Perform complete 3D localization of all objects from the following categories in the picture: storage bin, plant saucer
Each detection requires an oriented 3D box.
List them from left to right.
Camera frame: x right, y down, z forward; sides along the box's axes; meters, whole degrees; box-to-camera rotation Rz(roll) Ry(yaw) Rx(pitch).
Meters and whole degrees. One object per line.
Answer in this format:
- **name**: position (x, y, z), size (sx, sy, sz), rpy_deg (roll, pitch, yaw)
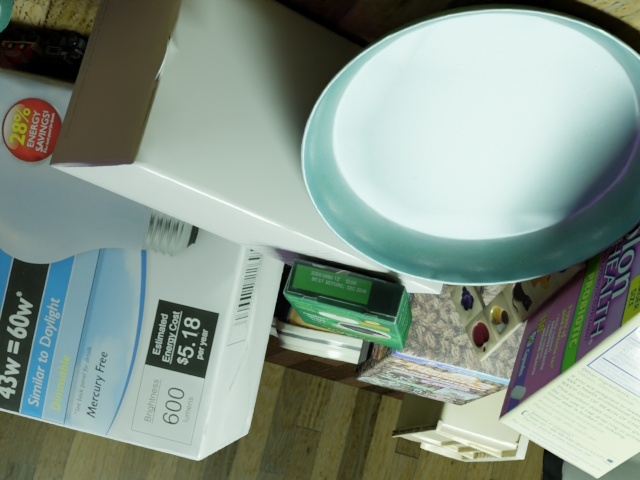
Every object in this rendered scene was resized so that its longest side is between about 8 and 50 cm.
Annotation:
- **storage bin**: position (0.209, 0.158, 2.135), size (0.123, 0.262, 0.260), rpy_deg (17, 168, -9)
- **plant saucer**: position (0.142, -0.083, 1.340), size (0.317, 0.043, 0.317), rpy_deg (1, 136, 1)

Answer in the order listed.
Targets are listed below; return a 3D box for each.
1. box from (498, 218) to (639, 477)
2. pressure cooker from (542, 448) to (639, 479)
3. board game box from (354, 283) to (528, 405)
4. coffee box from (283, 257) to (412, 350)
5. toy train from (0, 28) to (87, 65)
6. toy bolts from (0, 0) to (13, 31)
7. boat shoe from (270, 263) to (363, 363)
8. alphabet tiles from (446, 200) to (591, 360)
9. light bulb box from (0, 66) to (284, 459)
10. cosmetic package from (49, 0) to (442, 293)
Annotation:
- **box**: position (0.294, 0.063, 1.436), size (0.117, 0.213, 0.243), rpy_deg (31, 141, -10)
- **pressure cooker**: position (0.480, 0.243, 1.574), size (0.420, 0.370, 0.375), rpy_deg (8, 166, 46)
- **board game box**: position (0.152, 0.051, 1.797), size (0.141, 0.232, 0.291), rpy_deg (15, 168, -5)
- **coffee box**: position (0.030, 0.063, 1.530), size (0.113, 0.040, 0.184), rpy_deg (14, 170, 10)
- **toy train**: position (-0.314, -0.202, 1.655), size (0.158, 0.036, 0.027), rpy_deg (8, 166, 29)
- **toy bolts**: position (-0.362, -0.261, 1.347), size (0.228, 0.158, 0.218), rpy_deg (23, 128, 4)
- **boat shoe**: position (-0.001, 0.079, 2.311), size (0.187, 0.156, 0.500), rpy_deg (11, 180, -6)
- **alphabet tiles**: position (0.176, -0.022, 1.530), size (0.009, 0.198, 0.237), rpy_deg (-7, 153, -31)
- **light bulb box**: position (-0.235, 0.015, 1.704), size (0.361, 0.358, 0.225), rpy_deg (12, -178, 10)
- **cosmetic package**: position (-0.039, -0.095, 1.450), size (0.365, 0.197, 0.155), rpy_deg (24, 166, -34)
